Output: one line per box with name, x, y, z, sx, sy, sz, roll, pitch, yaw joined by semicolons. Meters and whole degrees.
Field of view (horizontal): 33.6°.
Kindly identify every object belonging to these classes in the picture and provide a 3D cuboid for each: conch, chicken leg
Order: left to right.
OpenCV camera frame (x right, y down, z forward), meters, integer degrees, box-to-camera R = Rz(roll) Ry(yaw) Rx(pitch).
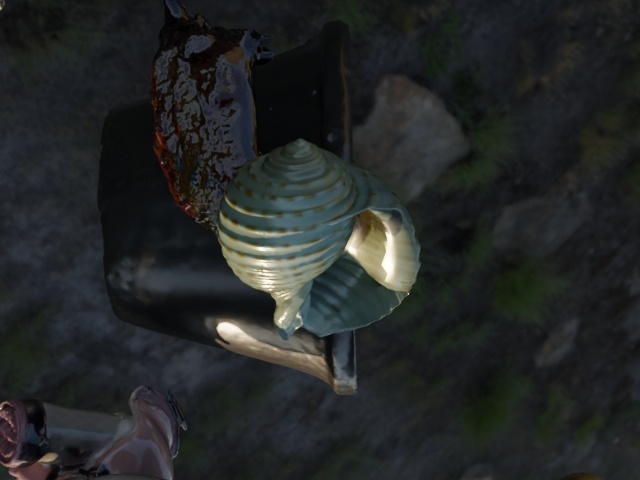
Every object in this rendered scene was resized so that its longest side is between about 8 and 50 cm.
chicken leg;-0.078;-0.082;0.827;0.105;0.234;0.063;-10;176;9
conch;0.000;-0.007;0.719;0.135;0.102;0.153;-1;150;5

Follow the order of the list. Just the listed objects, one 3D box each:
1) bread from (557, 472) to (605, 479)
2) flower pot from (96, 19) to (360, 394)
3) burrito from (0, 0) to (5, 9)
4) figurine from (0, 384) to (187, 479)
bread;0.189;0.434;1.046;0.424;0.245;0.329;-49;-179;29
flower pot;-0.083;-0.021;1.074;0.251;0.379;0.379;-1;142;0
burrito;-0.540;-0.355;1.539;0.051;0.171;0.042;16;79;-77
figurine;-0.186;0.293;0.992;0.211;0.361;0.253;-34;125;-2
